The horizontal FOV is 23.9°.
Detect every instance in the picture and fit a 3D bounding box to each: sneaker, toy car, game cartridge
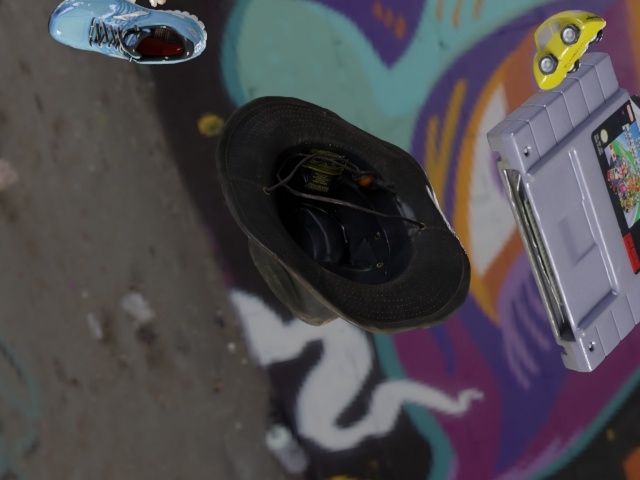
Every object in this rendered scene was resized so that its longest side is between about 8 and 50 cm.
[{"bbox_3d":[-0.198,-0.214,1.541,0.073,0.162,0.063,-93,-171,-69],"label":"sneaker"},{"bbox_3d":[0.299,-0.282,1.587,0.053,0.239,0.225,48,-1,21],"label":"toy car"},{"bbox_3d":[0.349,-0.038,1.947,0.230,0.068,0.355,-37,118,-30],"label":"game cartridge"}]

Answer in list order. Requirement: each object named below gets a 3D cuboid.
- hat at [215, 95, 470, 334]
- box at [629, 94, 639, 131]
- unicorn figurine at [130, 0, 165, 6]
[{"bbox_3d":[0.000,0.000,1.658,0.331,0.134,0.331,23,38,-19],"label":"hat"},{"bbox_3d":[0.606,-0.015,2.415,0.318,0.097,0.395,52,7,-38],"label":"box"},{"bbox_3d":[-0.180,-0.348,1.748,0.111,0.060,0.162,77,29,-57],"label":"unicorn figurine"}]
